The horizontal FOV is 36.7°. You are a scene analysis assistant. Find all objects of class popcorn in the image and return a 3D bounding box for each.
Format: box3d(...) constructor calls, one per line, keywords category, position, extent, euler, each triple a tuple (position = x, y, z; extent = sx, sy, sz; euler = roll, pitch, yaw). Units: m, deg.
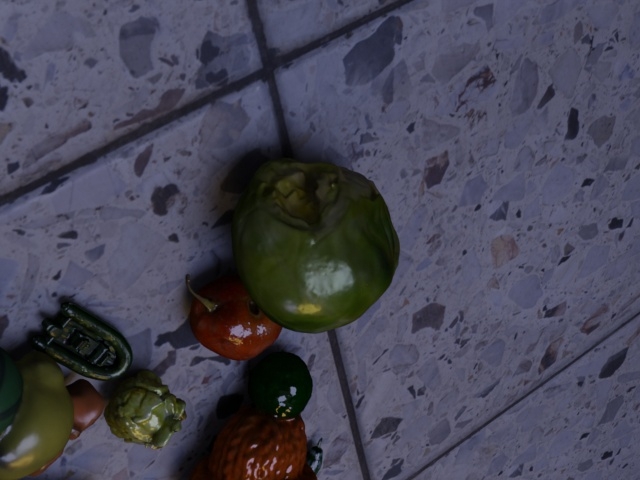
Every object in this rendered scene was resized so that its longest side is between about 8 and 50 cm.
box3d(category="popcorn", position=(-0.325, 0.315, 1.758), extent=(0.135, 0.162, 0.141), euler=(8, 139, -45))

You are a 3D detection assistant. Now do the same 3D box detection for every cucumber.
box3d(category="cucumber", position=(-0.048, 0.558, 2.217), extent=(0.056, 0.056, 0.250), euler=(15, 110, -44))

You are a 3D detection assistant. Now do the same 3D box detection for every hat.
box3d(category="hat", position=(-0.111, 0.438, 1.937), extent=(0.285, 0.285, 0.400), euler=(-4, 117, -38))

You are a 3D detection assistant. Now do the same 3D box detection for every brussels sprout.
box3d(category="brussels sprout", position=(0.000, 0.000, 1.678), extent=(0.344, 0.268, 0.344), euler=(4, 86, -55))

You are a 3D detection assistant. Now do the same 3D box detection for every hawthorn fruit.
box3d(category="hawthorn fruit", position=(-0.184, 0.124, 1.718), extent=(0.165, 0.165, 0.285), euler=(-55, 147, 5))

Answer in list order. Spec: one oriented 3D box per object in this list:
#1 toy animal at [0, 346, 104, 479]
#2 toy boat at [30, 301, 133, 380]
box3d(category="toy animal", position=(-0.510, 0.278, 1.538), extent=(0.216, 0.191, 0.338), euler=(-45, 139, 3))
box3d(category="toy boat", position=(-0.405, 0.180, 1.663), extent=(0.104, 0.052, 0.210), euler=(-49, 136, -4))
